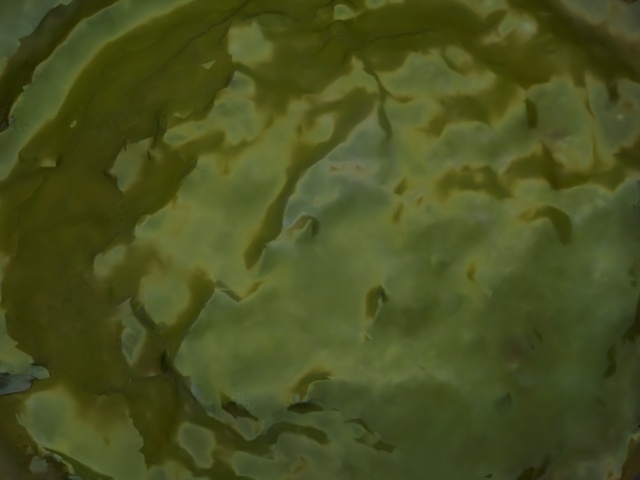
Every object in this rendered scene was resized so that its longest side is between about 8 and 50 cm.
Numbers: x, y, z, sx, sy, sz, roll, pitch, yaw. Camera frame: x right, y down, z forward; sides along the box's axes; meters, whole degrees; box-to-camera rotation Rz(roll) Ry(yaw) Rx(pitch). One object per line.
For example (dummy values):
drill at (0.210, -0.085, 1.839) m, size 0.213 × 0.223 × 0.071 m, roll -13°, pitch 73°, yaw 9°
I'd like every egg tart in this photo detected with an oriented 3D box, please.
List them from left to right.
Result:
egg tart at (0.000, 0.000, 0.448) m, size 0.345 × 0.345 × 0.132 m, roll -60°, pitch 18°, yaw 11°
